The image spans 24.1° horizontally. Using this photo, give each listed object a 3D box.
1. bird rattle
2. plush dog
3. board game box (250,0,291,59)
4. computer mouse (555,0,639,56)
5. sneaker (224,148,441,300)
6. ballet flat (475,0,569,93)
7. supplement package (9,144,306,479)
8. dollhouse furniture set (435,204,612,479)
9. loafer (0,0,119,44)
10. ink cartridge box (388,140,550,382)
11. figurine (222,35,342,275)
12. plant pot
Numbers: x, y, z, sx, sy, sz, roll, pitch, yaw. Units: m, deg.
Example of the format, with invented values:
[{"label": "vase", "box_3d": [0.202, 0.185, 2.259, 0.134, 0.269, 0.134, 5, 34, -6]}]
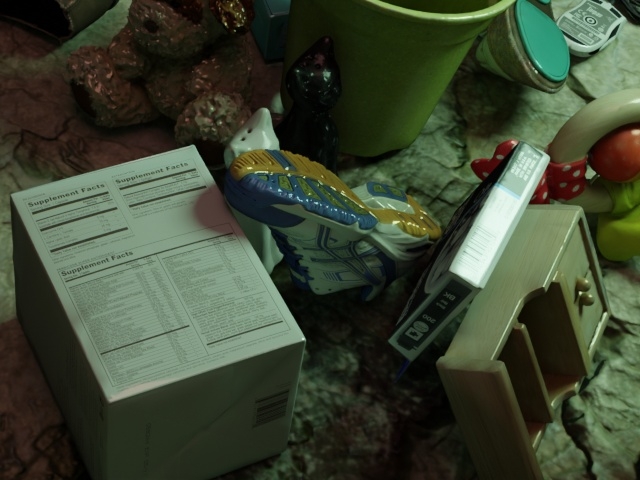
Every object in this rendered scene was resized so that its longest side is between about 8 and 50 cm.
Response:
[{"label": "bird rattle", "box_3d": [0.307, -0.088, 1.668, 0.253, 0.207, 0.143, 20, 30, -28]}, {"label": "plush dog", "box_3d": [-0.147, -0.238, 1.709, 0.262, 0.225, 0.210, 24, 43, 28]}, {"label": "board game box", "box_3d": [-0.003, -0.391, 1.967, 0.254, 0.079, 0.336, -10, 53, -17]}, {"label": "computer mouse", "box_3d": [0.359, -0.287, 1.961, 0.106, 0.042, 0.193, 37, 49, 15]}, {"label": "sneaker", "box_3d": [0.000, 0.000, 1.534, 0.296, 0.131, 0.112, 18, 27, -46]}, {"label": "ballet flat", "box_3d": [0.245, -0.269, 1.888, 0.107, 0.106, 0.316, 32, 38, -24]}, {"label": "supplement package", "box_3d": [-0.165, 0.083, 1.467, 0.198, 0.199, 0.262, -17, 55, -22]}, {"label": "dollhouse furniture set", "box_3d": [0.351, 0.106, 1.439, 0.394, 0.362, 0.256, 2, 42, 31]}, {"label": "loafer", "box_3d": [-0.428, -0.342, 1.826, 0.366, 0.134, 0.130, 16, 50, 5]}, {"label": "ink cartridge box", "box_3d": [0.142, 0.022, 1.558, 0.045, 0.208, 0.206, 33, 51, -1]}, {"label": "figurine", "box_3d": [-0.049, -0.091, 1.623, 0.092, 0.209, 0.215, 26, 52, 13]}, {"label": "plant pot", "box_3d": [0.067, -0.245, 1.729, 0.276, 0.254, 0.276, 9, 44, -9]}]
